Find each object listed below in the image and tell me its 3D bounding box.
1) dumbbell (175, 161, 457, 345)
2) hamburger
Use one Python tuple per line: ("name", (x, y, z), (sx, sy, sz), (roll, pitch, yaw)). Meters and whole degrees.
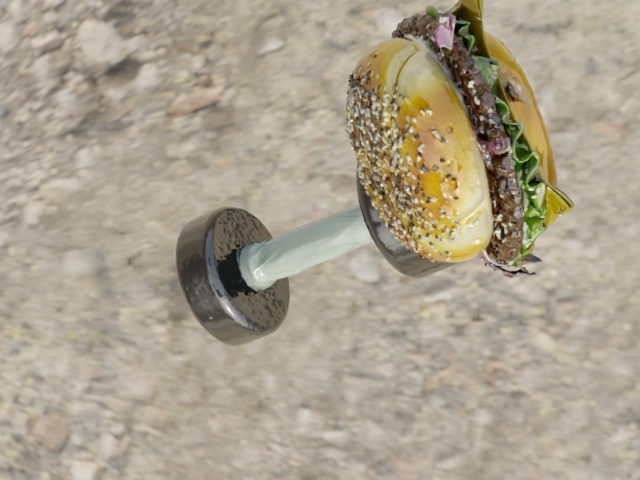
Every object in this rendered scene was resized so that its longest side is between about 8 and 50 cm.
("dumbbell", (0.000, 0.000, 1.185), (0.191, 0.100, 0.100), (-22, 98, 27))
("hamburger", (0.072, -0.054, 0.997), (0.093, 0.189, 0.164), (-20, 70, -11))
